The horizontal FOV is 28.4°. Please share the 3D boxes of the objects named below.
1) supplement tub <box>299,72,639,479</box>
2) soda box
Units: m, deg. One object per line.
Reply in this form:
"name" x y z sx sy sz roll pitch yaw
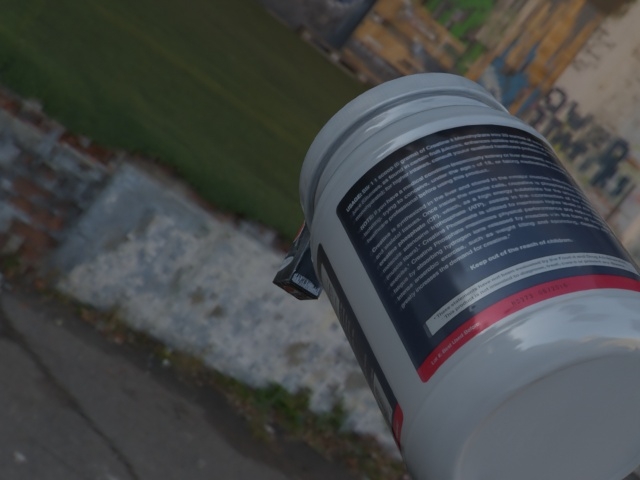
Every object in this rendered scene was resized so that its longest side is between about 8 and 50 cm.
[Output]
"supplement tub" 0.105 0.031 0.850 0.191 0.191 0.272 29 25 -41
"soda box" 0.000 0.000 1.789 0.053 0.169 0.060 34 -18 -21
